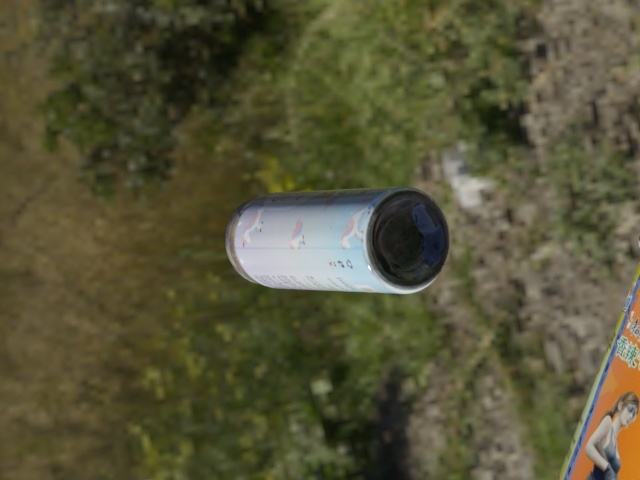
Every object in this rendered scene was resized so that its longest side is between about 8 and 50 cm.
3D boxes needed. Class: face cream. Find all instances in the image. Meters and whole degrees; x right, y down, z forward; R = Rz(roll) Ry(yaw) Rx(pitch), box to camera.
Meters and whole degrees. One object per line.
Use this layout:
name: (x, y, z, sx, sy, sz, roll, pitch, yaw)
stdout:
face cream: (0.000, 0.000, 1.385, 0.229, 0.075, 0.075, -1, 98, 58)

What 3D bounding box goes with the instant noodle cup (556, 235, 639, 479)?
instant noodle cup: (0.314, 0.152, 1.393, 0.296, 0.296, 0.214, 38, 105, 53)
